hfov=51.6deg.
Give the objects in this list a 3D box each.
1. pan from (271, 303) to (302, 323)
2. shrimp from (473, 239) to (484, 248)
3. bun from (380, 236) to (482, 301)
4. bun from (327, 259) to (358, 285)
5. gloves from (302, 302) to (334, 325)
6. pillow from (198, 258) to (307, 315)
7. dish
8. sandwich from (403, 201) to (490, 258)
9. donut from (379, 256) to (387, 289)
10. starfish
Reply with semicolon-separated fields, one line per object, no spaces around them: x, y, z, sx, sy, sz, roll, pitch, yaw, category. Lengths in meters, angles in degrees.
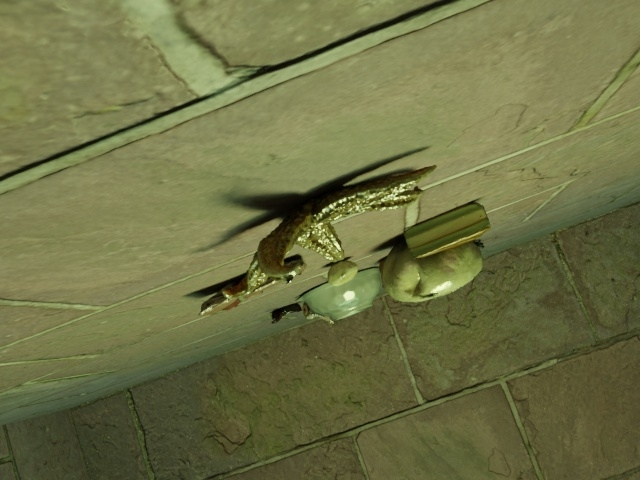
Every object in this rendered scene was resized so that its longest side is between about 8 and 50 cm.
-0.141;0.264;2.388;0.115;0.040;0.212;-22;177;16;pan
0.555;0.032;2.496;0.161;0.034;0.091;-10;151;-40;shrimp
0.281;0.052;1.689;0.273;0.168;0.273;-20;-175;2;bun
0.052;0.079;1.702;0.086;0.054;0.086;-31;165;-9;bun
0.004;0.245;2.422;0.144;0.110;0.094;16;164;-21;gloves
-0.144;0.098;1.429;0.249;0.049;0.135;-24;171;3;pillow
0.082;0.190;2.197;0.303;0.120;0.303;-20;170;-4;dish
0.289;-0.025;1.522;0.164;0.079;0.113;-15;168;-17;sandwich
0.288;0.083;2.019;0.227;0.113;0.226;-19;171;-3;donut
-0.007;-0.009;0.952;0.375;0.094;0.327;-34;175;32;starfish
